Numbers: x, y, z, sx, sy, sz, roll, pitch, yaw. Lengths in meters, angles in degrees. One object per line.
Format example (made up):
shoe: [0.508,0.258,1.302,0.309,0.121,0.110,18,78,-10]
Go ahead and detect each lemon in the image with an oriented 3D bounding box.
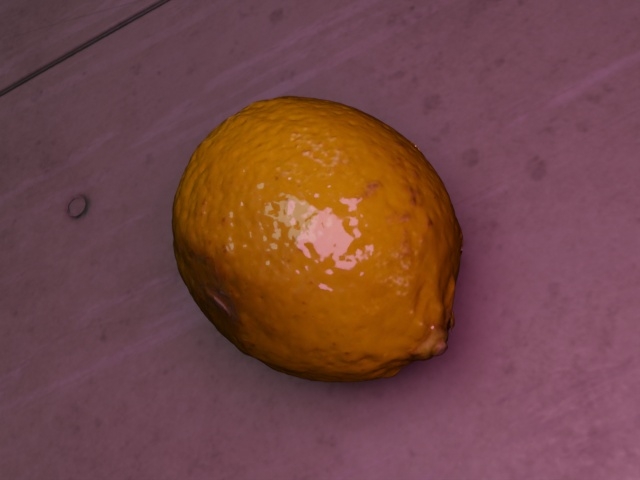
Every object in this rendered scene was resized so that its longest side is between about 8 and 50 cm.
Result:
lemon: [0.000,0.000,0.912,0.310,0.253,0.253,39,87,30]
